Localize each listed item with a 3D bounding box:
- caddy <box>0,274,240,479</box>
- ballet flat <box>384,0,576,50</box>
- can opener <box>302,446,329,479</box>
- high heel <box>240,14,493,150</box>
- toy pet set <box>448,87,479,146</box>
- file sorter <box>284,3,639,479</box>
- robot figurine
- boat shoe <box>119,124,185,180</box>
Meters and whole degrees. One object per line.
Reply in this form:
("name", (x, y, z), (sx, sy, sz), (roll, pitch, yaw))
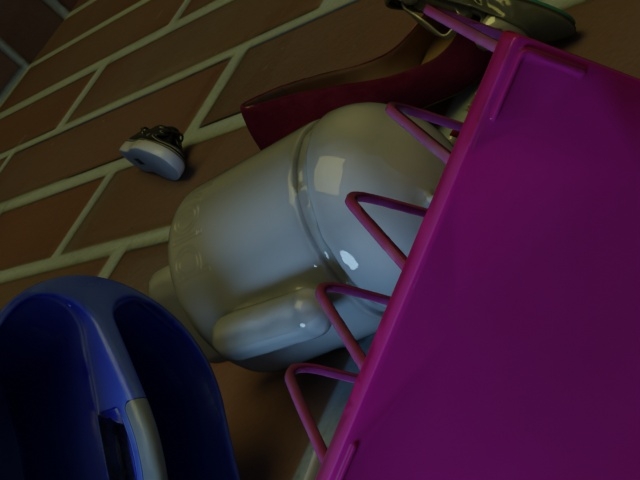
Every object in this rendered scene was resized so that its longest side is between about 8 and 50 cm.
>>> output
("caddy", (-0.184, 0.199, 0.915), (0.179, 0.241, 0.341), (-32, 66, 40))
("ballet flat", (0.167, -0.239, 1.190), (0.213, 0.072, 0.068), (25, 85, 20))
("can opener", (-0.002, 0.274, 0.792), (0.095, 0.076, 0.283), (-21, 37, 42))
("high heel", (0.078, -0.215, 1.234), (0.127, 0.181, 0.377), (5, 56, 57))
("toy pet set", (0.170, -0.109, 1.107), (0.114, 0.065, 0.122), (-57, -4, -20))
("file sorter", (0.119, 0.019, 0.715), (0.182, 0.202, 0.290), (-123, 52, -65))
("robot figurine", (0.000, 0.000, 1.028), (0.353, 0.200, 0.300), (-26, 26, 34))
("boat shoe", (-0.252, -0.148, 1.748), (0.076, 0.080, 0.228), (-53, 20, -10))
